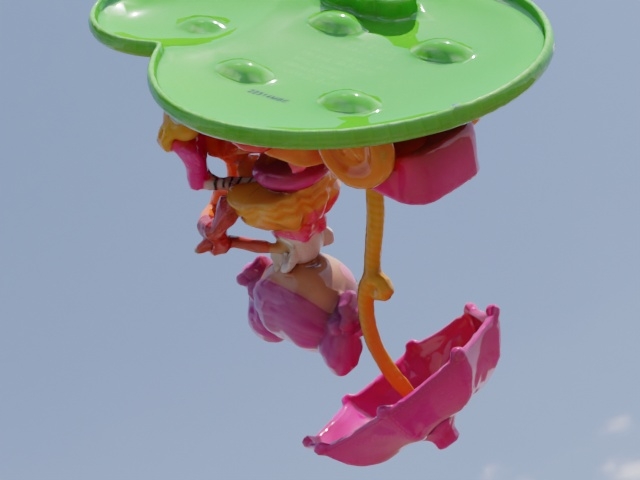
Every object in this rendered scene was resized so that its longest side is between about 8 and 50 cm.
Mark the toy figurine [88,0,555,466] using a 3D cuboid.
[{"bbox_3d":[0.000,0.000,0.655,0.130,0.173,0.159,-33,-51,-39],"label":"toy figurine"}]
